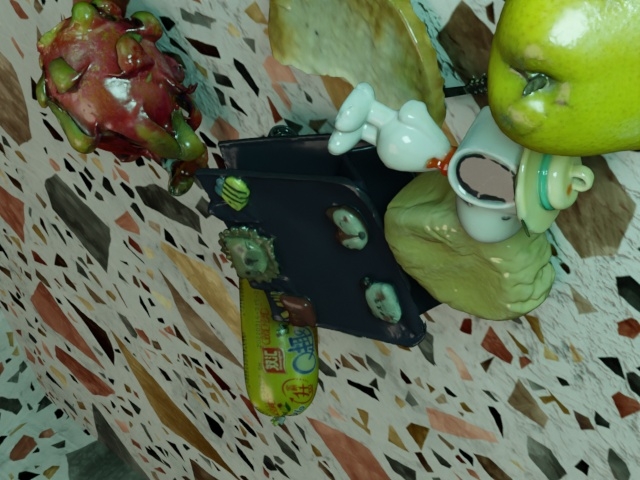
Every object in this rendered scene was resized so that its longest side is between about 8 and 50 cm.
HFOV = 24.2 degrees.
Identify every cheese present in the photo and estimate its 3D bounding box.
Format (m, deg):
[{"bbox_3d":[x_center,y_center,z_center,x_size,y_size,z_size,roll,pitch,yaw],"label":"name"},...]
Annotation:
[{"bbox_3d":[0.194,0.011,1.902,0.226,0.117,0.214,12,142,49],"label":"cheese"}]

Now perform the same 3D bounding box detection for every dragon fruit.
[{"bbox_3d":[-0.300,-0.228,2.328,0.307,0.243,0.227,21,145,-31],"label":"dragon fruit"}]

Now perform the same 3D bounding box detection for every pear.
[{"bbox_3d":[0.242,-0.170,1.474,0.267,0.178,0.267,44,158,23],"label":"pear"}]

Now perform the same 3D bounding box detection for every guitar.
[{"bbox_3d":[0.140,-0.183,1.816,0.233,0.025,0.088,-1,124,60],"label":"guitar"}]

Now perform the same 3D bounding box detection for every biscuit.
[{"bbox_3d":[0.040,-0.263,1.828,0.309,0.040,0.204,30,139,41],"label":"biscuit"}]

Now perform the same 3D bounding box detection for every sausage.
[{"bbox_3d":[-0.067,0.124,2.384,0.123,0.123,0.347,-2,91,61],"label":"sausage"}]

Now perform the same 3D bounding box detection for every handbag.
[{"bbox_3d":[0.000,0.000,2.105,0.329,0.122,0.303,2,131,35],"label":"handbag"}]

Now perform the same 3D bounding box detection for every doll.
[{"bbox_3d":[0.152,-0.097,1.685,0.271,0.144,0.208,36,143,-6],"label":"doll"}]

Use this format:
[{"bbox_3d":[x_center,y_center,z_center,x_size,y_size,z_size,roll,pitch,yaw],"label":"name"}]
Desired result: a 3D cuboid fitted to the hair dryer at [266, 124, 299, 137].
[{"bbox_3d":[-0.002,-0.038,2.244,0.272,0.091,0.235,26,131,3],"label":"hair dryer"}]
